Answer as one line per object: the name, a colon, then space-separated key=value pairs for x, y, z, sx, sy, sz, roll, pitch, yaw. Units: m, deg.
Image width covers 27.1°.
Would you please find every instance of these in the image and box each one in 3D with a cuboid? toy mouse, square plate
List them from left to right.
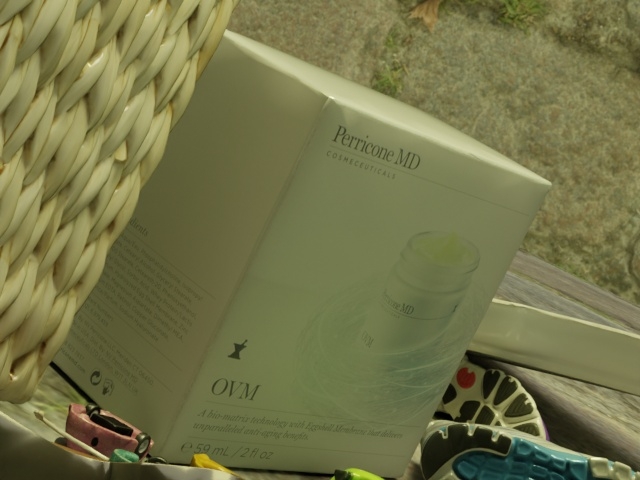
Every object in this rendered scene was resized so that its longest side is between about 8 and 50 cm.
toy mouse: x=-0.086 y=0.112 z=0.629 sx=0.161 sy=0.031 sz=0.143 roll=25 pitch=-3 yaw=43
square plate: x=0.157 y=0.083 z=1.208 sx=0.347 sy=0.049 sz=0.344 roll=18 pitch=-4 yaw=-40

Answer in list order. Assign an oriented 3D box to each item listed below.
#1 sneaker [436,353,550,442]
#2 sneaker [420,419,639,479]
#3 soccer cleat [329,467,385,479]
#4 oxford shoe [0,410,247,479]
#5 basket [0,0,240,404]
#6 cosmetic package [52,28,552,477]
sneaker: x=0.143 y=0.135 z=1.053 sx=0.071 sy=0.068 sz=0.170 roll=28 pitch=7 yaw=-23
sneaker: x=0.153 y=0.164 z=0.916 sx=0.191 sy=0.071 sz=0.083 roll=24 pitch=3 yaw=-8
soccer cleat: x=0.066 y=0.172 z=0.666 sx=0.072 sy=0.060 sz=0.179 roll=34 pitch=0 yaw=-43
oxford shoe: x=-0.127 y=0.108 z=0.527 sx=0.212 sy=0.076 sz=0.076 roll=20 pitch=-20 yaw=-16
basket: x=-0.227 y=-0.144 z=0.567 sx=0.328 sy=0.331 sz=0.266 roll=22 pitch=-11 yaw=15
cosmetic package: x=-0.009 y=0.014 z=0.816 sx=0.224 sy=0.224 sz=0.138 roll=14 pitch=14 yaw=-48
